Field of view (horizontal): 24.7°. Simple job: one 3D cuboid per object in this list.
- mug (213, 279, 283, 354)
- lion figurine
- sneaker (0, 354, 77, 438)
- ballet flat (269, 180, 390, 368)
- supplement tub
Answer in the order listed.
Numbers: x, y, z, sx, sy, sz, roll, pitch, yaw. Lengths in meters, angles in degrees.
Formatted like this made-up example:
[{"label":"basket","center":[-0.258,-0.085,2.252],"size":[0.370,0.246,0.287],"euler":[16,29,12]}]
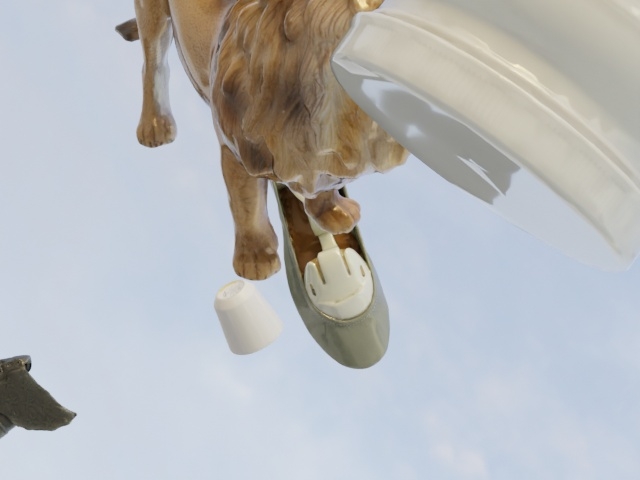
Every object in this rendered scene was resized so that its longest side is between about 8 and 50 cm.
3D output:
[{"label":"mug","center":[-0.085,0.076,1.522],"size":[0.078,0.062,0.064],"euler":[-1,-53,42]},{"label":"lion figurine","center":[-0.055,-0.139,0.971],"size":[0.392,0.142,0.240],"euler":[44,-32,38]},{"label":"sneaker","center":[-0.338,0.142,1.519],"size":[0.170,0.089,0.051],"euler":[53,-10,4]},{"label":"ballet flat","center":[0.000,0.000,1.158],"size":[0.068,0.072,0.213],"euler":[73,0,-81]},{"label":"supplement tub","center":[0.149,-0.142,0.675],"size":[0.191,0.272,0.191],"euler":[36,-4,3]}]
